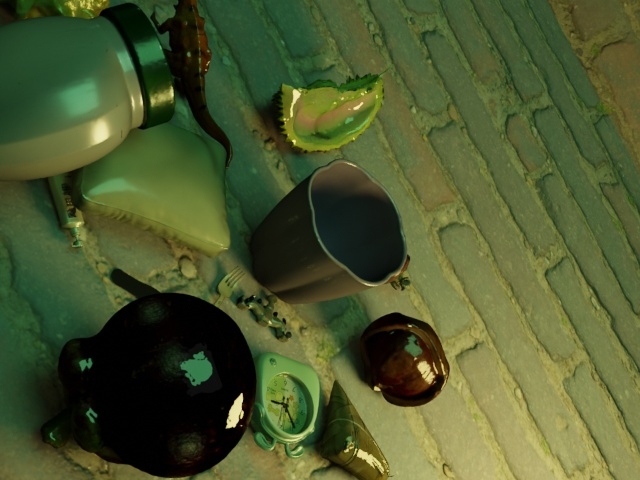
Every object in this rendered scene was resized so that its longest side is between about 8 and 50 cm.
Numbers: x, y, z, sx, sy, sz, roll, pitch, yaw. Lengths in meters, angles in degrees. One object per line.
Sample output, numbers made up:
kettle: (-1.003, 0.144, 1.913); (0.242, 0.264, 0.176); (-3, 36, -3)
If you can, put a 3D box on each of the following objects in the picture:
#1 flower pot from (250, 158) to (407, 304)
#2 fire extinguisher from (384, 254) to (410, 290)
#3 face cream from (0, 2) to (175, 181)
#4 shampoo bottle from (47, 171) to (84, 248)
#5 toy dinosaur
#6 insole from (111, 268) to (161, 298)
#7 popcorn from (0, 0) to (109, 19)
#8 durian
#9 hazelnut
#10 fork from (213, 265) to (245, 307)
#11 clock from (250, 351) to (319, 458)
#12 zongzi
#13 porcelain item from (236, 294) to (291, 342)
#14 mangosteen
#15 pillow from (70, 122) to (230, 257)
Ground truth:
flower pot: (0.000, 0.000, 1.886); (0.265, 0.243, 0.265); (20, 58, -36)
fire extinguisher: (0.118, 0.015, 2.112); (0.269, 0.104, 0.105); (49, 43, -13)
face cream: (-0.437, -0.238, 1.522); (0.356, 0.220, 0.312); (-23, 43, -22)
shampoo bottle: (-0.434, -0.052, 1.636); (0.049, 0.034, 0.141); (1, 68, -58)
toy dinosaur: (-0.258, -0.331, 1.852); (0.097, 0.208, 0.432); (-17, 89, -31)
insole: (-0.320, 0.094, 1.692); (0.135, 0.002, 0.045); (36, 46, -26)
popcorn: (-0.483, -0.496, 1.717); (0.255, 0.194, 0.256); (-35, 113, -43)
durian: (0.019, -0.295, 2.122); (0.355, 0.169, 0.158); (-19, 83, -44)
hazelnut: (0.179, 0.249, 1.977); (0.160, 0.170, 0.202); (-20, 73, -47)
fork: (-0.202, 0.134, 1.777); (0.034, 0.028, 0.219); (51, 46, -23)
clock: (-0.076, 0.312, 1.772); (0.148, 0.060, 0.189); (29, 51, -32)
zongzi: (0.083, 0.390, 1.886); (0.189, 0.081, 0.178); (40, 35, -30)
porcelain item: (-0.103, 0.136, 1.871); (0.136, 0.021, 0.075); (41, 45, -21)
mangosteen: (-0.255, 0.217, 1.479); (0.313, 0.297, 0.297); (26, 51, -20)
pillow: (-0.305, -0.119, 1.732); (0.322, 0.119, 0.256); (21, 48, -39)
